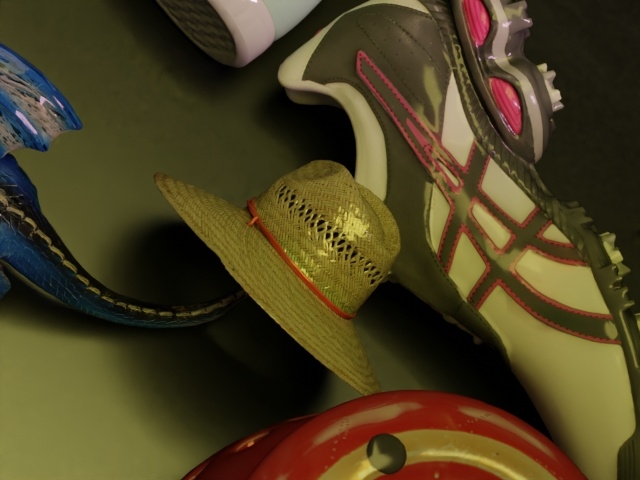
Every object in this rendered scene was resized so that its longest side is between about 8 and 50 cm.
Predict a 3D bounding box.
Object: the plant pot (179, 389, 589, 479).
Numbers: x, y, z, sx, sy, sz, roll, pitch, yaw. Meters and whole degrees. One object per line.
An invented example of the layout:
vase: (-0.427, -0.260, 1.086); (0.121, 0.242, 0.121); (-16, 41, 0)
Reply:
plant pot: (0.018, 0.156, 0.772); (0.191, 0.174, 0.191); (5, 72, -14)

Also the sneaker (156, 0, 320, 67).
sneaker: (-0.066, -0.223, 0.906); (0.151, 0.094, 0.256); (-42, 99, -19)

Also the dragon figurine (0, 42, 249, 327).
dragon figurine: (-0.156, -0.032, 0.789); (0.289, 0.144, 0.085); (31, 67, -7)

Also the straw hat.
straw hat: (0.000, 0.000, 0.825); (0.144, 0.144, 0.061); (44, 95, -1)

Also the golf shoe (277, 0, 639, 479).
golf shoe: (0.077, 0.010, 0.893); (0.120, 0.105, 0.273); (-21, 80, 0)
